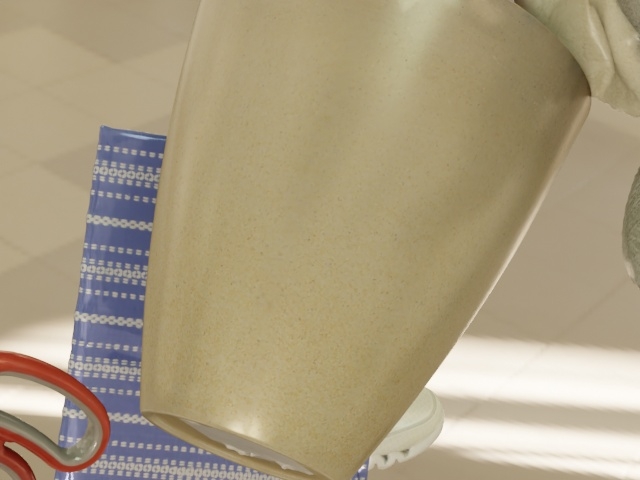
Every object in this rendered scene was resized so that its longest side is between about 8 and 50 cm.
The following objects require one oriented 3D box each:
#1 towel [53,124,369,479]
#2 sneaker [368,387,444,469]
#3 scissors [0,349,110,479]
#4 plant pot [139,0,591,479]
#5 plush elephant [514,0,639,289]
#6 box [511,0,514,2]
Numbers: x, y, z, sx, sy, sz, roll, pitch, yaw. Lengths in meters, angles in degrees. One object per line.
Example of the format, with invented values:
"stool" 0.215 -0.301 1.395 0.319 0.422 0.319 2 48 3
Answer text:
"towel" -0.071 0.094 1.061 0.243 0.336 0.040 7 5 -15
"sneaker" -0.019 0.145 1.334 0.292 0.118 0.110 7 32 -6
"scissors" -0.231 0.063 0.688 0.297 0.109 0.021 40 3 -37
"plant pot" 0.000 0.000 0.840 0.256 0.256 0.274 18 73 12
"plush elephant" 0.250 -0.102 0.734 0.272 0.255 0.330 -28 -1 5
"box" 0.058 -0.169 0.876 0.128 0.257 0.123 23 55 14
